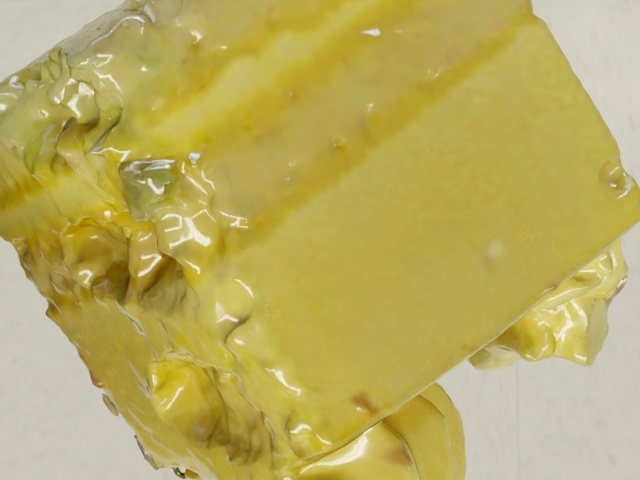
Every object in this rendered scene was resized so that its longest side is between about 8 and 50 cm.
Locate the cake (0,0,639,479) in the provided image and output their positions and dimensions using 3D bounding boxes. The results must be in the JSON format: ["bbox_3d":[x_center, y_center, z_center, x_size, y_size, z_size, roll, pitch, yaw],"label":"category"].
[{"bbox_3d":[0.000,0.000,0.886,0.227,0.222,0.286,-37,100,-23],"label":"cake"}]
